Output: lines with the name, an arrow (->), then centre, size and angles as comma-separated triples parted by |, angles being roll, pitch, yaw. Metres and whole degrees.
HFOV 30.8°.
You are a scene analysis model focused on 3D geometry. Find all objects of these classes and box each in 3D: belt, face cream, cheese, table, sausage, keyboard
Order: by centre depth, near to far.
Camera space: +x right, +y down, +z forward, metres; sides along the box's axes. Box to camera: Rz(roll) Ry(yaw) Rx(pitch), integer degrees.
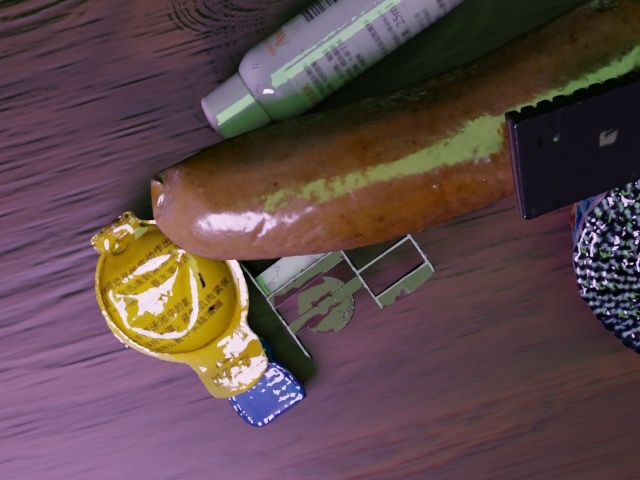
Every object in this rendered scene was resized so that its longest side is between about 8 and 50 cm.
keyboard -> 0.295, -0.112, 0.933 | 0.317, 0.027, 0.106 | -19, 125, -9
sausage -> 0.097, -0.083, 0.999 | 0.500, 0.123, 0.136 | -21, 100, 5
belt -> 0.353, 0.012, 1.038 | 0.257, 0.150, 0.207 | 24, 117, 0
face cream -> 0.009, -0.183, 1.075 | 0.269, 0.082, 0.082 | -34, 93, 3
table -> 0.000, 0.000, 1.099 | 0.146, 0.062, 0.175 | -36, 92, 4
cheese -> -0.118, 0.077, 1.103 | 0.156, 0.064, 0.250 | -35, 103, 23
